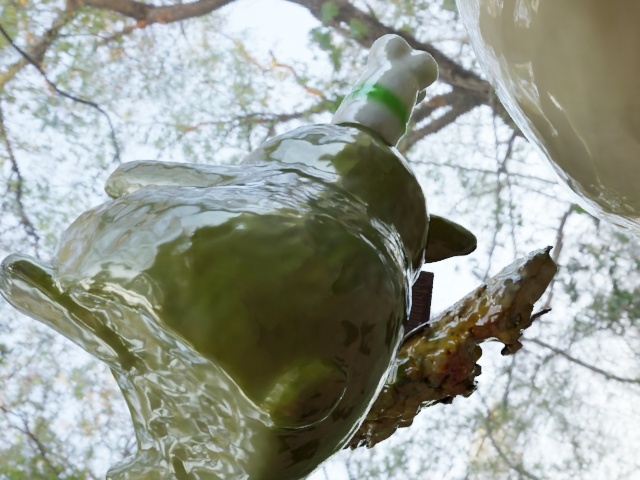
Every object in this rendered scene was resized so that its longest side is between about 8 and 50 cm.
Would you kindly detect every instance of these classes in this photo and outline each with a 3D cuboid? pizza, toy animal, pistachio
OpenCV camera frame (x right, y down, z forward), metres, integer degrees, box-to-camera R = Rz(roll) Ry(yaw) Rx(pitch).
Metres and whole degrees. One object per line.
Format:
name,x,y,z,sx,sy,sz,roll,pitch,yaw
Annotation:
pizza,0.094,0.099,0.708,0.226,0.069,0.147,-34,-13,-10
toy animal,-0.018,0.008,0.548,0.181,0.180,0.363,65,-154,-15
pistachio,0.208,-0.133,0.614,0.193,0.214,0.318,-52,-52,-35

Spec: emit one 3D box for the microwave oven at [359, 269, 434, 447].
microwave oven,0.013,0.135,1.048,0.247,0.188,0.178,114,163,-68
